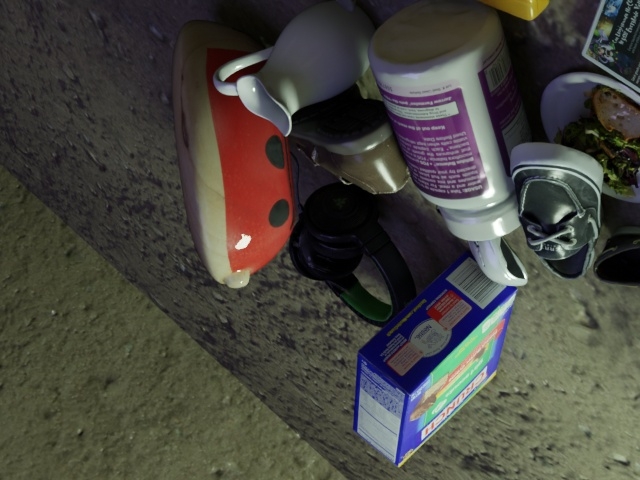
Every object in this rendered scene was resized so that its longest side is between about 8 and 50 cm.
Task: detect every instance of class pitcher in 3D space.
[{"bbox_3d":[-0.036,-0.256,1.569,0.177,0.207,0.125,29,152,35],"label":"pitcher"}]

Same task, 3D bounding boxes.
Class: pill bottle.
[{"bbox_3d":[0.181,-0.149,1.427,0.169,0.169,0.302,22,147,43],"label":"pill bottle"}]

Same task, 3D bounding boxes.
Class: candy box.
[{"bbox_3d":[0.187,0.208,1.868,0.122,0.268,0.317,40,157,21],"label":"candy box"}]

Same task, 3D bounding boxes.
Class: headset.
[{"bbox_3d":[0.000,0.000,1.949,0.394,0.185,0.243,51,157,9],"label":"headset"}]

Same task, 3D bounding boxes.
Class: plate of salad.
[{"bbox_3d":[0.347,-0.118,1.352,0.200,0.048,0.200,36,155,20],"label":"plate of salad"}]

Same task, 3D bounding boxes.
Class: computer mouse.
[{"bbox_3d":[0.254,0.006,1.715,0.193,0.042,0.106,53,155,-16],"label":"computer mouse"}]

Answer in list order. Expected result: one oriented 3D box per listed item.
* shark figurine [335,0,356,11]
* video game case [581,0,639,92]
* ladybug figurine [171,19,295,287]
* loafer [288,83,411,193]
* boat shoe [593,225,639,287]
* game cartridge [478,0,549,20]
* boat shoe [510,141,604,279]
[{"bbox_3d":[-0.068,-0.416,1.435,0.278,0.116,0.166,45,162,22],"label":"shark figurine"},{"bbox_3d":[0.374,-0.218,1.179,0.173,0.022,0.190,38,156,18],"label":"video game case"},{"bbox_3d":[-0.134,-0.145,1.780,0.305,0.161,0.449,66,-164,-77],"label":"ladybug figurine"},{"bbox_3d":[0.033,-0.138,1.614,0.130,0.133,0.366,63,177,-19],"label":"loafer"},{"bbox_3d":[0.440,0.023,1.396,0.081,0.068,0.227,52,156,-15],"label":"boat shoe"},{"bbox_3d":[0.124,-0.421,1.233,0.285,0.052,0.324,30,152,33],"label":"game cartridge"},{"bbox_3d":[0.297,-0.028,1.388,0.108,0.102,0.301,6,162,19],"label":"boat shoe"}]
